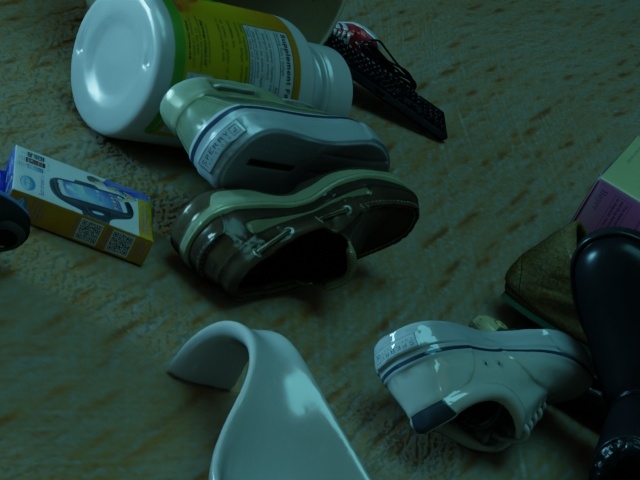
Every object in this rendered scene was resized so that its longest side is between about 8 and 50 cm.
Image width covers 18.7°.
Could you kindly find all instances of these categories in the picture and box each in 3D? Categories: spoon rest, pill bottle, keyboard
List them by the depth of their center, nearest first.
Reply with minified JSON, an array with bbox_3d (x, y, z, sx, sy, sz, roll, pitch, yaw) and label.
[{"bbox_3d":[-0.031,0.138,1.296,0.137,0.084,0.276,15,25,-29],"label":"spoon rest"},{"bbox_3d":[-0.092,-0.147,1.775,0.246,0.136,0.136,7,30,-42],"label":"pill bottle"},{"bbox_3d":[0.068,-0.189,2.142,0.192,0.038,0.100,34,20,-20],"label":"keyboard"}]

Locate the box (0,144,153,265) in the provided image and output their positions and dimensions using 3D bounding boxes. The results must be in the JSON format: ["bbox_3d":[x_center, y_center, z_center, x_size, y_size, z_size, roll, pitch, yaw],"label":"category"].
[{"bbox_3d":[-0.199,-0.031,1.542,0.136,0.028,0.081,23,23,-18],"label":"box"}]

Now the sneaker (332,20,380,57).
[{"bbox_3d":[0.008,-0.233,2.209,0.118,0.042,0.067,21,18,3],"label":"sneaker"}]

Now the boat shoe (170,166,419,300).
[{"bbox_3d":[-0.003,0.006,1.619,0.257,0.095,0.095,-12,46,-41],"label":"boat shoe"}]

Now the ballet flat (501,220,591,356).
[{"bbox_3d":[0.315,0.097,1.730,0.342,0.124,0.116,41,8,29],"label":"ballet flat"}]

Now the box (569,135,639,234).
[{"bbox_3d":[0.382,0.020,1.999,0.243,0.117,0.213,31,22,9],"label":"box"}]

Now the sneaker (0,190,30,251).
[{"bbox_3d":[-0.267,0.009,1.346,0.078,0.067,0.188,56,26,10],"label":"sneaker"}]

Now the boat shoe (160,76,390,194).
[{"bbox_3d":[-0.032,-0.087,1.690,0.094,0.109,0.302,49,13,21],"label":"boat shoe"}]

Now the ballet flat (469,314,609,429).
[{"bbox_3d":[0.208,0.109,1.686,0.173,0.049,0.057,31,21,6],"label":"ballet flat"}]

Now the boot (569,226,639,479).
[{"bbox_3d":[0.253,0.125,1.522,0.207,0.094,0.246,-44,116,-69],"label":"boot"}]

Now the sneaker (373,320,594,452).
[{"bbox_3d":[0.137,0.125,1.547,0.258,0.094,0.091,7,59,-48],"label":"sneaker"}]

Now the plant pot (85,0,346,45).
[{"bbox_3d":[-0.134,-0.293,1.927,0.284,0.284,0.191,12,1,-35],"label":"plant pot"}]
